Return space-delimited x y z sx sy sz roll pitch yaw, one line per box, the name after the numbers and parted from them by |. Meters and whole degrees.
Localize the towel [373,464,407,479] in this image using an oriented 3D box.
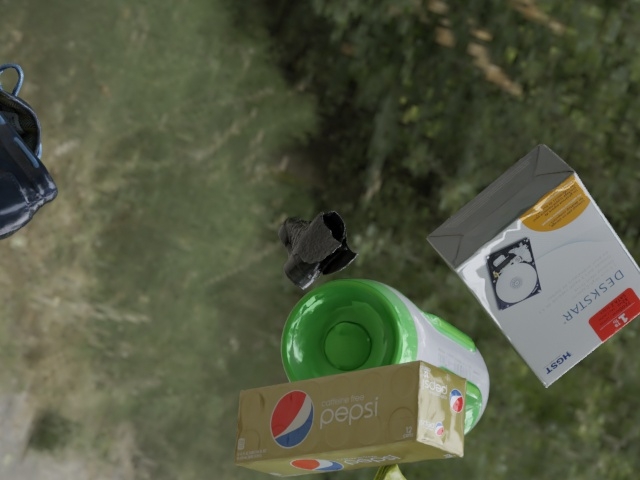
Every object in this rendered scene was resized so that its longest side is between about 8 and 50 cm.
0.092 0.321 1.548 0.102 0.021 0.237 -63 146 -22 | towel

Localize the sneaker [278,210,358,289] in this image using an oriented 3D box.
-0.002 -0.002 1.725 0.089 0.051 0.170 -46 -159 19 | sneaker

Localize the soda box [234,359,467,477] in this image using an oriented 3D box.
0.020 0.136 1.107 0.058 0.181 0.061 25 61 -43 | soda box

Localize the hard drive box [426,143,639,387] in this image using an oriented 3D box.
0.268 0.032 1.766 0.181 0.232 0.089 -40 -147 2 | hard drive box

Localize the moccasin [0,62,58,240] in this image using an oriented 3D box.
-0.339 -0.094 1.526 0.342 0.116 0.138 -123 -166 -50 | moccasin

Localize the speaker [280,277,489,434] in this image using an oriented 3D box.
0.066 0.117 1.344 0.131 0.131 0.296 -69 157 -6 | speaker
